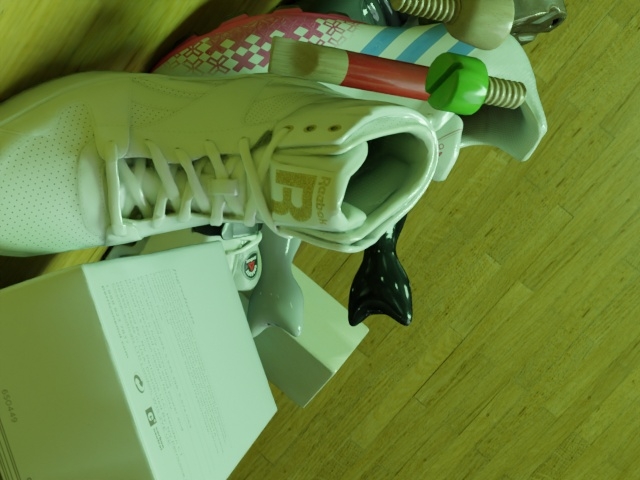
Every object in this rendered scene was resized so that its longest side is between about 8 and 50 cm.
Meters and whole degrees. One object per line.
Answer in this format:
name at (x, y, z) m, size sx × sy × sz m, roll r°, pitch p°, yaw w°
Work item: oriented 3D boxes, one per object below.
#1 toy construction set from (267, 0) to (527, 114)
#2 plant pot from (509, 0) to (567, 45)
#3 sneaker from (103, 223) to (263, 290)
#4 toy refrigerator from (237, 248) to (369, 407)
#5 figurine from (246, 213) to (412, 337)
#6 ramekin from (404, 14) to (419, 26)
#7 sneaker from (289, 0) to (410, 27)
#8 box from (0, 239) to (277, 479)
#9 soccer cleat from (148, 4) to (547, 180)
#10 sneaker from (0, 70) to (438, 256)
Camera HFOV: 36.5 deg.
toy construction set at (0.038, -0.220, 0.529) m, size 0.237 × 0.257 × 0.309 m, roll 4°, pitch 122°, yaw -28°
plant pot at (0.159, -0.275, 0.960) m, size 0.167 × 0.165 × 0.167 m, roll -18°, pitch 175°, yaw -2°
sneaker at (-0.101, -0.029, 1.013) m, size 0.330 × 0.146 × 0.122 m, roll -54°, pitch 173°, yaw 30°
toy refrigerator at (-0.081, 0.066, 1.169) m, size 0.094 × 0.269 × 0.102 m, roll -47°, pitch 174°, yaw -41°
figurine at (0.000, 0.000, 1.055) m, size 0.215 × 0.209 × 0.092 m, roll -11°, pitch 166°, yaw 29°
ramekin at (0.102, -0.279, 1.139) m, size 0.207 × 0.109 × 0.207 m, roll -49°, pitch 176°, yaw -4°
sneaker at (0.027, -0.201, 1.044) m, size 0.147 × 0.104 × 0.296 m, roll -44°, pitch 171°, yaw -9°
box at (-0.181, 0.116, 0.712) m, size 0.215 × 0.168 × 0.345 m, roll -19°, pitch 180°, yaw 8°
soccer cleat at (0.031, -0.108, 0.772) m, size 0.331 × 0.143 × 0.116 m, roll -9°, pitch 149°, yaw -17°
sneaker at (-0.063, -0.045, 0.582) m, size 0.292 × 0.169 × 0.108 m, roll -19°, pitch 117°, yaw -35°
